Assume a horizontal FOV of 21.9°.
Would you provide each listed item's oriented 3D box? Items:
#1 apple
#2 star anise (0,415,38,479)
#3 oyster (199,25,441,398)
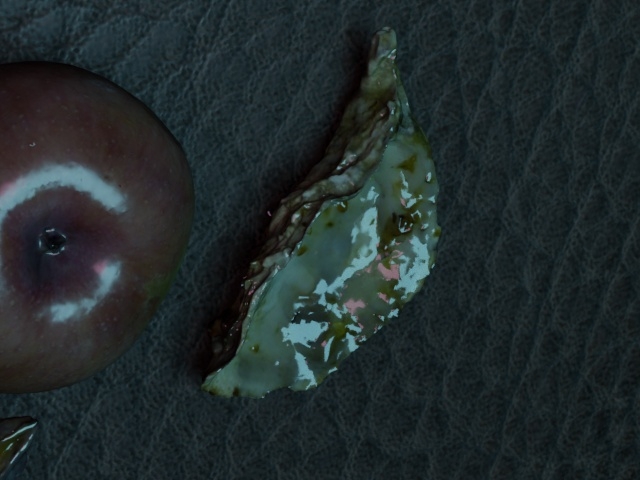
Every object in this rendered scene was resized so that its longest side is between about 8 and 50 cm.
[{"bbox_3d":[-0.255,-0.005,1.421,0.305,0.235,0.306,-8,107,-26],"label":"apple"},{"bbox_3d":[-0.362,0.264,1.421,0.331,0.117,0.332,0,93,2],"label":"star anise"},{"bbox_3d":[0.021,-0.001,1.651,0.204,0.111,0.396,34,85,-46],"label":"oyster"}]
